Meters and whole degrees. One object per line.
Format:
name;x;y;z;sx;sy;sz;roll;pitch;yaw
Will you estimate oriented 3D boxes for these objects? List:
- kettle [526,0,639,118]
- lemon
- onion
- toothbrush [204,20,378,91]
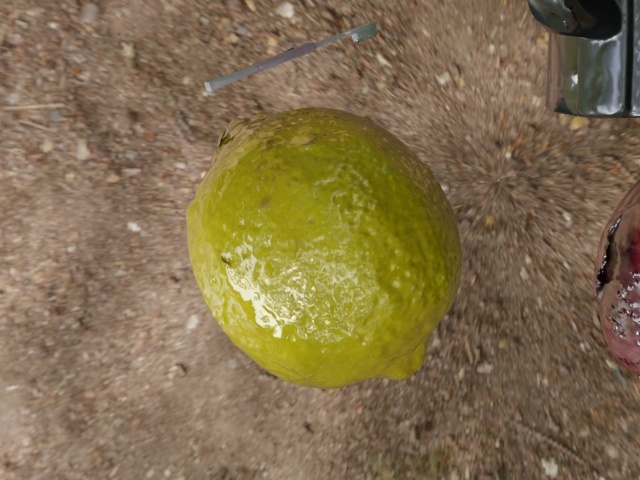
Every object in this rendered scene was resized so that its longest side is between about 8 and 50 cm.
kettle;0.248;-0.254;0.909;0.262;0.203;0.307;-6;103;-13
lemon;0.000;0.000;1.124;0.253;0.253;0.310;-35;77;9
onion;0.384;0.035;1.119;0.219;0.252;0.252;13;96;39
toothbrush;-0.026;-0.186;1.175;0.194;0.014;0.017;-21;103;-19
